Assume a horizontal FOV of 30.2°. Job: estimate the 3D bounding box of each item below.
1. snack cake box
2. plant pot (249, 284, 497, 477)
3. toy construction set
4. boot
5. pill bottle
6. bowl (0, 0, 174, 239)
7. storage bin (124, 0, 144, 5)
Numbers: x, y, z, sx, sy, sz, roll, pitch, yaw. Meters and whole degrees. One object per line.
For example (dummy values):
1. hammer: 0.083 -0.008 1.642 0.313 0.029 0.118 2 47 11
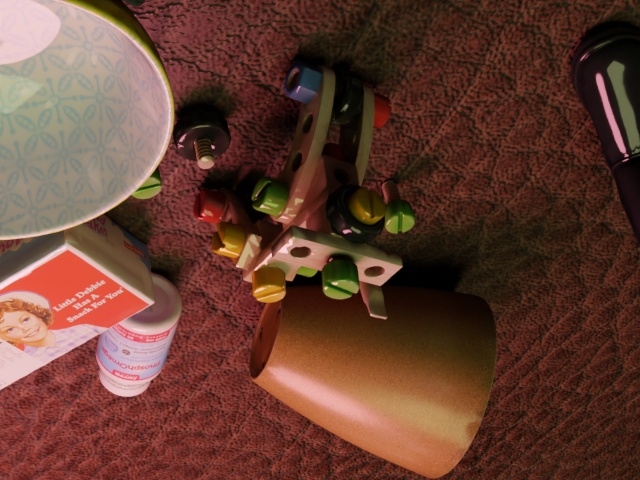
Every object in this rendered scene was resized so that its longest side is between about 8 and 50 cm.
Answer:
1. snack cake box: -0.335 0.063 1.314 0.264 0.089 0.152 -28 139 17
2. plant pot: 0.049 0.150 1.468 0.254 0.237 0.237 16 135 -15
3. toy construction set: 0.000 0.000 1.223 0.257 0.237 0.309 -30 141 19
4. boot: 0.353 -0.083 1.261 0.094 0.207 0.246 -21 142 8
5. pill bottle: -0.221 0.117 1.420 0.087 0.087 0.160 1 140 -20
6. bowl: -0.278 -0.149 1.007 0.290 0.156 0.289 -10 143 -7
7. storage bin: -0.178 -0.279 0.902 0.084 0.122 0.180 -36 138 25
